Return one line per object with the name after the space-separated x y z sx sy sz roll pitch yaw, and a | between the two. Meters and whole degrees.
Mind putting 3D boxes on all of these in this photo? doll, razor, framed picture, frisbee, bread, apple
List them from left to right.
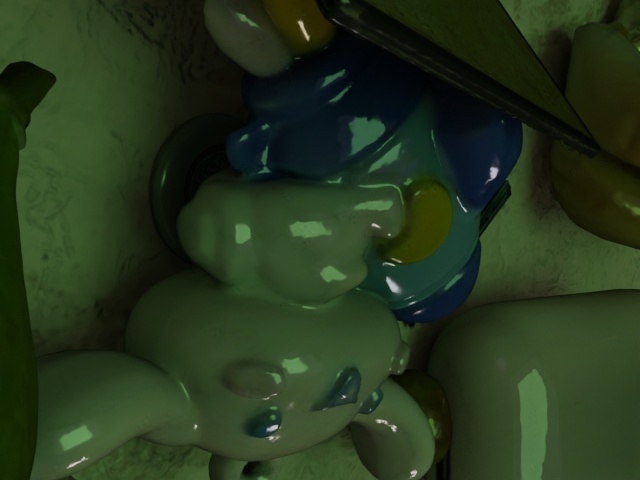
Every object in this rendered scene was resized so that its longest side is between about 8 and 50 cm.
-0.073 -0.035 0.610 0.110 0.014 0.110 -12 107 -45 | frisbee
0.008 0.003 0.555 0.376 0.187 0.365 16 94 -68 | doll
0.030 -0.206 0.516 0.255 0.014 0.338 14 44 -47 | framed picture
0.077 0.159 0.763 0.075 0.089 0.089 -9 111 0 | apple
0.137 0.003 0.832 0.190 0.033 0.066 -45 129 -32 | razor
0.422 -0.130 1.002 0.424 0.329 0.245 -12 148 -46 | bread

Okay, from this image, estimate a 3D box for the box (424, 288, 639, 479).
0.256 0.198 0.881 0.349 0.141 0.288 -2 93 -33 | box

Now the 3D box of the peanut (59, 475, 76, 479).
-0.185 0.197 0.467 0.141 0.109 0.159 -10 97 -14 | peanut

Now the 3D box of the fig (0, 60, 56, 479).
-0.220 0.071 0.354 0.314 0.233 0.233 -91 157 -51 | fig
